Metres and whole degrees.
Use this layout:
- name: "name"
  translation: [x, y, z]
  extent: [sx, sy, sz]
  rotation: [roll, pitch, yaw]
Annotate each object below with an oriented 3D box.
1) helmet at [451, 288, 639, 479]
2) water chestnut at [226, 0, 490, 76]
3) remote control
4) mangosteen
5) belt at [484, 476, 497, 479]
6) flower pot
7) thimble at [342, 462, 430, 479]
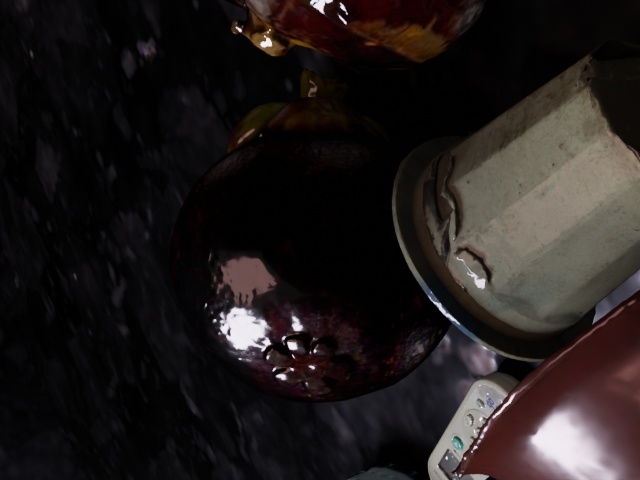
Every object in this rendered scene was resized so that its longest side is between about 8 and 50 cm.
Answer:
- name: "helmet"
  translation: [0.274, 0.100, 0.633]
  extent: [0.230, 0.337, 0.385]
  rotation: [47, 143, 15]
- name: "water chestnut"
  translation: [0.023, -0.317, 0.822]
  extent: [0.335, 0.335, 0.347]
  rotation: [43, 111, 34]
- name: "remote control"
  translation: [0.173, 0.218, 1.144]
  extent: [0.078, 0.042, 0.221]
  rotation: [49, 145, 25]
- name: "mangosteen"
  translation: [-0.009, 0.011, 1.072]
  extent: [0.313, 0.297, 0.297]
  rotation: [-123, 26, -57]
- name: "belt"
  translation: [0.305, 0.292, 0.871]
  extent: [0.436, 0.173, 0.300]
  rotation: [3, 121, 59]
- name: "flower pot"
  translation: [0.194, -0.046, 0.824]
  extent: [0.212, 0.212, 0.202]
  rotation: [58, 135, 15]
- name: "thimble"
  translation: [0.079, 0.390, 1.291]
  extent: [0.237, 0.150, 0.237]
  rotation: [32, 133, 42]
